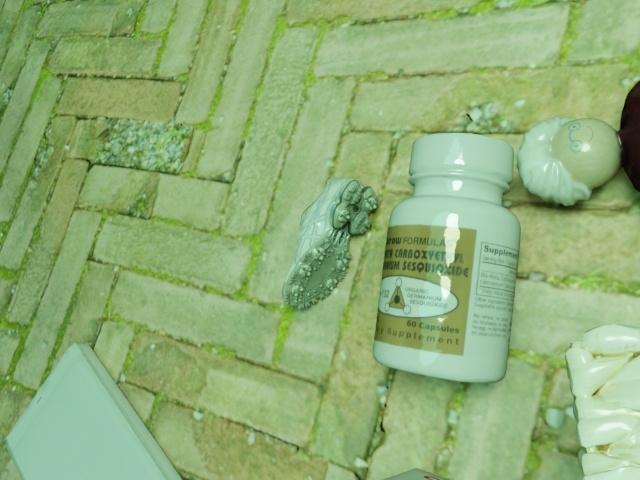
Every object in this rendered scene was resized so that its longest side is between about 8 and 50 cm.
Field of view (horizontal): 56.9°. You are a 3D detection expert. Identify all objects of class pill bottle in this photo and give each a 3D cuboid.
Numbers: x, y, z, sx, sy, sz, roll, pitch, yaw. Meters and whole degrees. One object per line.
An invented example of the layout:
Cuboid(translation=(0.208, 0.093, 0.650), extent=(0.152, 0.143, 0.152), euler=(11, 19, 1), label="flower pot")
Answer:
Cuboid(translation=(0.130, 0.017, 0.593), extent=(0.131, 0.131, 0.229), euler=(5, 84, 31), label="pill bottle")

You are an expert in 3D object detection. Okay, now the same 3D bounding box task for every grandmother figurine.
Cuboid(translation=(0.350, -0.106, 0.524), extent=(0.342, 0.104, 0.207), euler=(-13, 44, 28), label="grandmother figurine")

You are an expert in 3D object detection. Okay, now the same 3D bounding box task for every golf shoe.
Cuboid(translation=(0.000, 0.000, 0.740), extent=(0.176, 0.069, 0.086), euler=(-58, 37, 0), label="golf shoe")

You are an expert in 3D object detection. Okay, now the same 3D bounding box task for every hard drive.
Cuboid(translation=(-0.328, 0.322, 0.839), extent=(0.307, 0.040, 0.203), euler=(40, 97, 33), label="hard drive")

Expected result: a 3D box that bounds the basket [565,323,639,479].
Cuboid(translation=(0.331, 0.195, 0.326), extent=(0.328, 0.331, 0.266), euler=(-10, 65, 27), label="basket")

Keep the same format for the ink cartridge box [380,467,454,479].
Cuboid(translation=(0.103, 0.279, 0.458), extent=(0.201, 0.278, 0.117), euler=(9, 83, 32), label="ink cartridge box")
